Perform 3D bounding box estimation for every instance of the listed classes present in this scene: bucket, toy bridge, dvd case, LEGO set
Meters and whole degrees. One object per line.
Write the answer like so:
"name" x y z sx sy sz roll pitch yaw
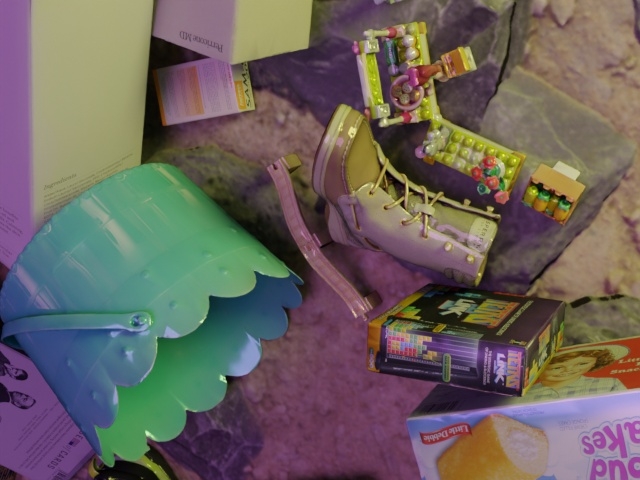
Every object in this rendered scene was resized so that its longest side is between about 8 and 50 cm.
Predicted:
"bucket" -0.172 0.070 0.992 0.183 0.281 0.281 45 116 16
"toy bridge" 0.000 0.000 1.004 0.026 0.063 0.188 -32 86 27
"dvd case" -0.368 0.195 1.170 0.238 0.030 0.179 34 118 -22
"LEGO set" 0.115 -0.117 0.899 0.132 0.107 0.287 -32 87 27

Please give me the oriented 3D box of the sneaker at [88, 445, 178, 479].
"sneaker" -0.187 0.344 1.147 0.235 0.097 0.084 45 116 10

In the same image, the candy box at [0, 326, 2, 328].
"candy box" -0.483 0.113 1.192 0.159 0.071 0.233 -14 126 27

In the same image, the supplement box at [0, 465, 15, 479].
"supplement box" -0.441 0.279 1.275 0.083 0.056 0.083 26 111 18

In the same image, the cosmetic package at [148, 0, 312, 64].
"cosmetic package" -0.088 -0.336 0.899 0.160 0.113 0.310 24 121 33

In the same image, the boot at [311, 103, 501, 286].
"boot" 0.082 -0.035 0.898 0.165 0.213 0.077 22 68 18

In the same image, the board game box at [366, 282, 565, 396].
"board game box" 0.137 0.085 0.898 0.141 0.170 0.048 5 102 23

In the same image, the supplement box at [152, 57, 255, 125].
"supplement box" -0.123 -0.160 1.041 0.098 0.036 0.062 -5 99 26

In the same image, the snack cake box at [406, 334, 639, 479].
"snack cake box" 0.229 0.156 0.881 0.264 0.152 0.089 -13 96 27

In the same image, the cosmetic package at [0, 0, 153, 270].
"cosmetic package" -0.290 -0.159 0.978 0.197 0.155 0.366 36 135 22
